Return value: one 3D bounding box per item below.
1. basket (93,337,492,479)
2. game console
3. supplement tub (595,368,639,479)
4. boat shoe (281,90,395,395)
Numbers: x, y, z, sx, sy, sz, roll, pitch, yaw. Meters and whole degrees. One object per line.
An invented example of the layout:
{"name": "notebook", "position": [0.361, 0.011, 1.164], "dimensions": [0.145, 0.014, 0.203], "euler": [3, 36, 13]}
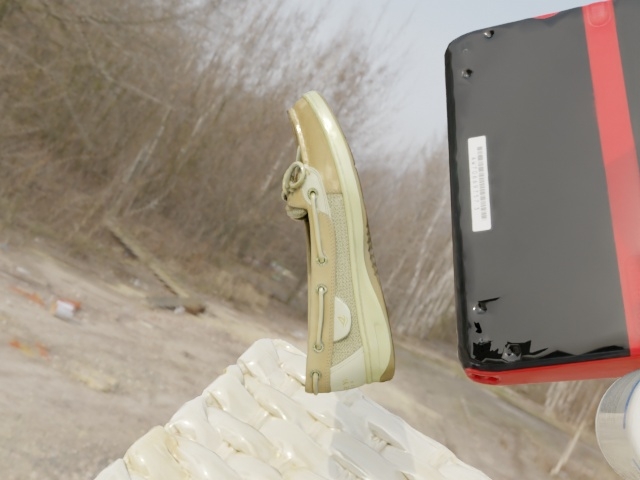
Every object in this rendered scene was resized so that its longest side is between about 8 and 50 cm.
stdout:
{"name": "basket", "position": [-0.019, 0.293, 0.481], "dimensions": [0.331, 0.267, 0.328], "euler": [33, 43, 20]}
{"name": "game console", "position": [0.289, -0.065, 0.792], "dimensions": [0.341, 0.387, 0.060], "euler": [-10, -29, 22]}
{"name": "supplement tub", "position": [0.186, 0.098, 0.447], "dimensions": [0.071, 0.071, 0.107], "euler": [26, -6, 12]}
{"name": "boat shoe", "position": [0.000, 0.001, 0.438], "dimensions": [0.048, 0.153, 0.056], "euler": [-12, 2, -3]}
